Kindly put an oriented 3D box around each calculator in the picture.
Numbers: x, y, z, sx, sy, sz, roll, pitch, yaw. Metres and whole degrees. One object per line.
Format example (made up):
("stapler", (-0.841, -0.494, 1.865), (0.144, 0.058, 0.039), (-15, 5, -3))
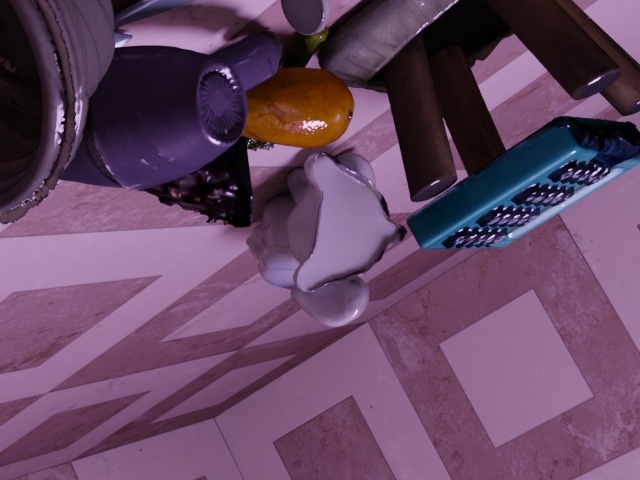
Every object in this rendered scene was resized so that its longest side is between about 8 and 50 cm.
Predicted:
("calculator", (0.255, -0.062, 1.367), (0.248, 0.058, 0.274), (-35, 164, 27))

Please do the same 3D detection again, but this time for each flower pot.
("flower pot", (-0.232, -0.140, 0.786), (0.235, 0.235, 0.140), (-37, -174, 35))

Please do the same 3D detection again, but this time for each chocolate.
("chocolate", (-0.157, -0.083, 1.316), (0.133, 0.156, 0.156), (-7, 163, -11))

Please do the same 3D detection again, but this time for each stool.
("stool", (0.204, -0.198, 1.360), (0.310, 0.226, 0.310), (-32, 165, 25))

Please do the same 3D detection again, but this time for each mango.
("mango", (-0.039, -0.146, 1.243), (0.165, 0.089, 0.115), (1, -170, -40))

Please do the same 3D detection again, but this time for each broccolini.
("broccolini", (-0.039, -0.172, 1.333), (0.067, 0.058, 0.216), (-14, 161, -36))

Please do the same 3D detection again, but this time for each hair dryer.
("hair dryer", (-0.143, -0.139, 1.093), (0.301, 0.121, 0.361), (-5, -163, 33))

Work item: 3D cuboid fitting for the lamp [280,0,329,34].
("lamp", (-0.034, -0.243, 0.840), (0.056, 0.198, 0.050), (-28, -149, -34))

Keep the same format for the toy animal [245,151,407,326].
("toy animal", (0.008, -0.014, 1.747), (0.174, 0.249, 0.289), (14, -170, -21))

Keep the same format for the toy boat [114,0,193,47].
("toy boat", (-0.093, -0.221, 0.979), (0.292, 0.070, 0.210), (-22, -179, 3))
